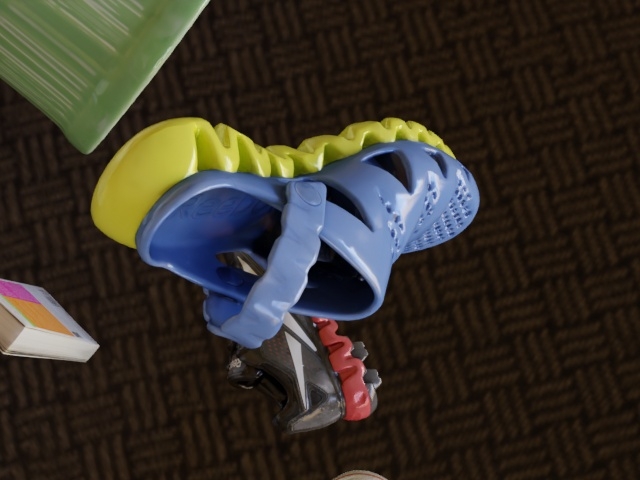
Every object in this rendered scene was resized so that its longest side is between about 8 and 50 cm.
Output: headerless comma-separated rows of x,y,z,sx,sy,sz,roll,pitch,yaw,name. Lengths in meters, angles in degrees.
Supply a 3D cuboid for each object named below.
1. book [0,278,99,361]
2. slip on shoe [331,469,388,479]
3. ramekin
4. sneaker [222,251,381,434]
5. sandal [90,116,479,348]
-0.288,0.073,1.449,0.096,0.144,0.035,43,98,23,book
-0.003,0.371,1.342,0.123,0.101,0.331,24,86,-10,slip on shoe
-0.176,-0.238,1.282,0.148,0.303,0.303,36,68,-12,ramekin
-0.054,0.080,1.529,0.135,0.097,0.276,-25,78,-17,sneaker
0.000,0.000,0.984,0.317,0.126,0.138,-9,54,-45,sandal
